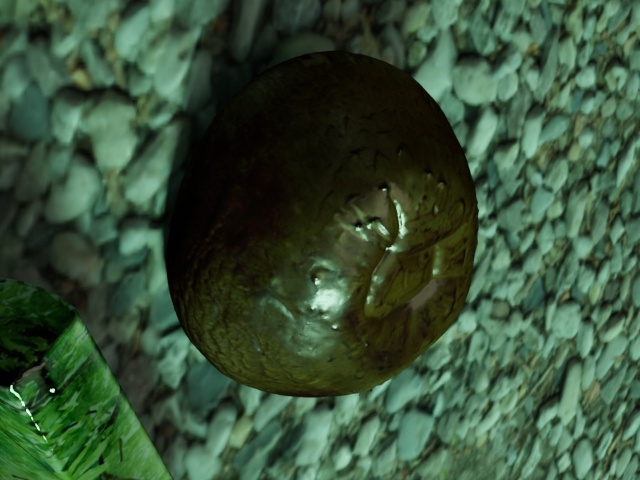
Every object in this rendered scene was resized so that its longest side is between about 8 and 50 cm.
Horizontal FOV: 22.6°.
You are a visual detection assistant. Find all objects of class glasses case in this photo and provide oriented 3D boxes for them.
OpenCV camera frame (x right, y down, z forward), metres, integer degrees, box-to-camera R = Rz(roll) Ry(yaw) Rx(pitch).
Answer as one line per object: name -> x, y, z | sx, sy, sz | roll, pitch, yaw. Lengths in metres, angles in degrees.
glasses case -> -0.129, 0.135, 0.902 | 0.062, 0.095, 0.272 | -49, 138, -28

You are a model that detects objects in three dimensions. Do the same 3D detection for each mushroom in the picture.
mushroom -> 0.011, 0.005, 0.980 | 0.194, 0.138, 0.231 | -46, 136, -28
